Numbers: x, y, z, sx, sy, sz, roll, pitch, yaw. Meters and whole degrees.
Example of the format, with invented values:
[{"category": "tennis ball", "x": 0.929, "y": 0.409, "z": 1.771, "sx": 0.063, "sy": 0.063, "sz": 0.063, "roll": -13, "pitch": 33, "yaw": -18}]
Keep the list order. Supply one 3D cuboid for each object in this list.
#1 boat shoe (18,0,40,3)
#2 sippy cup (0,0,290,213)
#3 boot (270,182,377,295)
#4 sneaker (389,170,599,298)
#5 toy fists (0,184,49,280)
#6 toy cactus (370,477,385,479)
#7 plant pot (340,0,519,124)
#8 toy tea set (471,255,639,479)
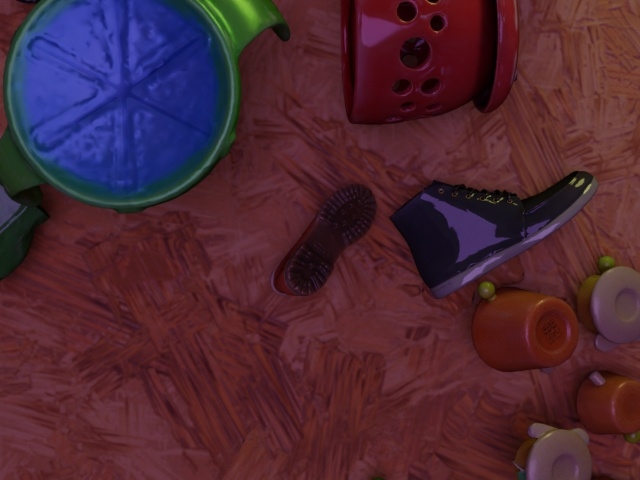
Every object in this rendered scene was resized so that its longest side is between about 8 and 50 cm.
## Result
[{"category": "boat shoe", "x": -0.313, "y": -0.418, "z": 1.181, "sx": 0.114, "sy": 0.091, "sz": 0.303, "roll": 14, "pitch": 92, "yaw": -17}, {"category": "sippy cup", "x": -0.187, "y": -0.150, "z": 1.122, "sx": 0.305, "sy": 0.224, "sz": 0.240, "roll": 3, "pitch": 92, "yaw": 3}, {"category": "boot", "x": 0.000, "y": 0.000, "z": 1.203, "sx": 0.059, "sy": 0.084, "sz": 0.158, "roll": 43, "pitch": 67, "yaw": -9}, {"category": "sneaker", "x": 0.192, "y": -0.040, "z": 1.178, "sx": 0.222, "sy": 0.083, "sz": 0.118, "roll": -33, "pitch": 90, "yaw": 5}, {"category": "toy fists", "x": -0.445, "y": -0.064, "z": 1.208, "sx": 0.142, "sy": 0.096, "sz": 0.279, "roll": -44, "pitch": 88, "yaw": -6}, {"category": "toy cactus", "x": 0.066, "y": 0.389, "z": 1.208, "sx": 0.180, "sy": 0.112, "sz": 0.219, "roll": -19, "pitch": 102, "yaw": 14}, {"category": "plant pot", "x": 0.111, "y": -0.222, "z": 1.124, "sx": 0.174, "sy": 0.191, "sz": 0.191, "roll": -4, "pitch": 93, "yaw": -4}, {"category": "toy tea set", "x": 0.270, "y": 0.189, "z": 1.191, "sx": 0.200, "sy": 0.124, "sz": 0.336, "roll": -3, "pitch": 90, "yaw": -26}]
